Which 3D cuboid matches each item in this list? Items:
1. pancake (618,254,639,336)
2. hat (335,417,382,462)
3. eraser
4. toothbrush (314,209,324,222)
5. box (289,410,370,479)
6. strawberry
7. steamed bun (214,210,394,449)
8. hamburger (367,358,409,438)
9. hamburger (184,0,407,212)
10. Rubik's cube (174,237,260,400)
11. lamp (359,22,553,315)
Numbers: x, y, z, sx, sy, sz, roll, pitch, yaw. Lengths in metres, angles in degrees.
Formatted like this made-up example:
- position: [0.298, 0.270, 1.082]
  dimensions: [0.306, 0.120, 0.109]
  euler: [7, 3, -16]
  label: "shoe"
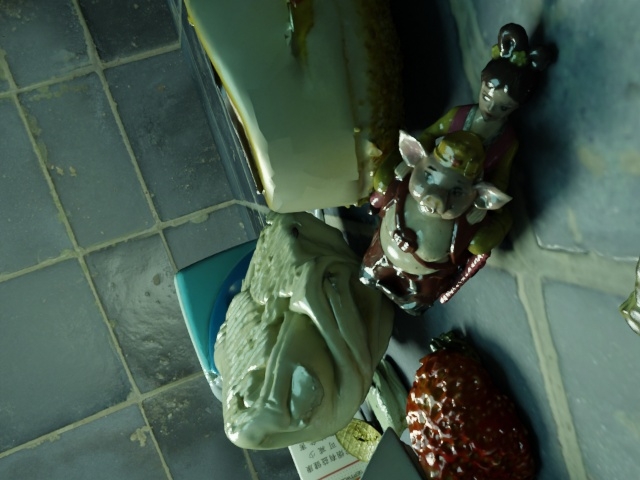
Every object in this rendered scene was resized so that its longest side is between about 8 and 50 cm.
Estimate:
- position: [0.202, 0.006, 0.259]
  dimensions: [0.190, 0.020, 0.184]
  euler: [125, 124, -74]
  label: "pancake"
- position: [0.111, 0.468, 1.316]
  dimensions: [0.146, 0.067, 0.146]
  euler: [16, 125, 24]
  label: "hat"
- position: [0.158, 0.409, 0.714]
  dimensions: [0.213, 0.082, 0.397]
  euler: [57, 178, 41]
  label: "eraser"
- position: [0.000, 0.000, 1.106]
  dimensions: [0.021, 0.027, 0.269]
  euler: [21, 142, 25]
  label: "toothbrush"
- position: [0.073, 0.620, 1.337]
  dimensions: [0.095, 0.210, 0.330]
  euler: [79, 165, -52]
  label: "box"
- position: [0.156, 0.229, 0.608]
  dimensions: [0.175, 0.107, 0.236]
  euler: [111, 137, -73]
  label: "strawberry"
- position: [-0.001, 0.136, 0.847]
  dimensions: [0.347, 0.238, 0.394]
  euler: [-32, 43, 51]
  label: "steamed bun"
- position: [0.120, 0.284, 0.963]
  dimensions: [0.140, 0.062, 0.133]
  euler: [53, 160, 48]
  label: "hamburger"
- position: [-0.013, -0.168, 0.535]
  dimensions: [0.276, 0.179, 0.294]
  euler: [-111, 3, -54]
  label: "hamburger"
- position: [-0.184, 0.228, 1.509]
  dimensions: [0.351, 0.352, 0.347]
  euler: [62, 165, 24]
  label: "Rubik's cube"
- position: [0.098, -0.034, 0.421]
  dimensions: [0.253, 0.118, 0.118]
  euler: [106, 143, -60]
  label: "lamp"
